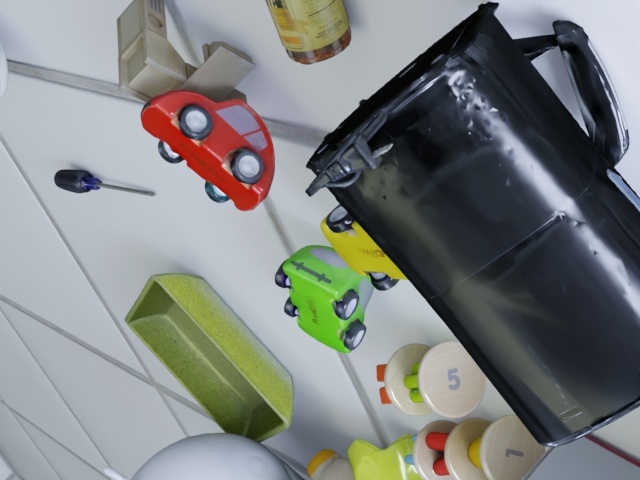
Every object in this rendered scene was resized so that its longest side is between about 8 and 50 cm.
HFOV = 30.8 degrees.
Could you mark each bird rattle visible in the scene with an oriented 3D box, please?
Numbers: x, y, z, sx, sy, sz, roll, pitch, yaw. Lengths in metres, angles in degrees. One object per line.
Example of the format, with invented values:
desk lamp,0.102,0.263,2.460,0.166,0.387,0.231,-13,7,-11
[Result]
bird rattle,0.082,0.270,1.044,0.253,0.143,0.207,45,171,-26

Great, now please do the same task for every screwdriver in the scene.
screwdriver,-0.202,-0.051,1.107,0.169,0.024,0.025,12,167,43

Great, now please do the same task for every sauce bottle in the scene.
sauce bottle,-0.019,-0.156,0.618,0.042,0.042,0.128,21,143,45

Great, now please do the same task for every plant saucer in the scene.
plant saucer,-0.103,0.113,1.147,0.188,0.045,0.188,48,156,1

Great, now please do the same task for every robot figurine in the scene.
robot figurine,-0.073,0.322,1.165,0.299,0.200,0.353,1,148,36

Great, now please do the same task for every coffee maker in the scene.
coffee maker,0.083,0.002,0.530,0.178,0.171,0.120,49,139,-7

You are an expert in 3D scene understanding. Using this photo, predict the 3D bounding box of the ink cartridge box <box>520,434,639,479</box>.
ink cartridge box,0.205,0.226,0.776,0.127,0.072,0.175,27,148,38

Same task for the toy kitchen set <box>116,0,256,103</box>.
toy kitchen set,-0.084,-0.129,0.787,0.083,0.075,0.068,26,128,-36

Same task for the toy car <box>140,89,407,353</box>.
toy car,0.000,0.000,0.791,0.239,0.053,0.225,27,154,23

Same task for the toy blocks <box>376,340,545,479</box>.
toy blocks,0.083,0.131,0.860,0.123,0.054,0.148,51,156,-8

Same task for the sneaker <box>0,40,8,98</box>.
sneaker,-0.348,-0.173,1.098,0.232,0.090,0.115,40,162,39
